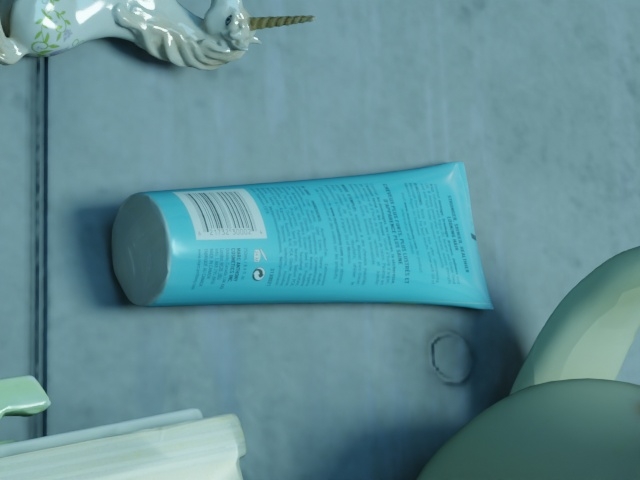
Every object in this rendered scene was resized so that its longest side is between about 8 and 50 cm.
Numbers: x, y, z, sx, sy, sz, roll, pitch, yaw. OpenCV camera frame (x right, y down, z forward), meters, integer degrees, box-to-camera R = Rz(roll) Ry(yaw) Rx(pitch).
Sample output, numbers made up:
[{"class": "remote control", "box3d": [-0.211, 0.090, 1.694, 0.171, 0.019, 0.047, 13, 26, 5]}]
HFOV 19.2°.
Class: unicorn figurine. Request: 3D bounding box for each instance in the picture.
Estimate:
[{"class": "unicorn figurine", "box3d": [-0.102, -0.123, 0.901, 0.162, 0.060, 0.111, -21, 86, -17]}]

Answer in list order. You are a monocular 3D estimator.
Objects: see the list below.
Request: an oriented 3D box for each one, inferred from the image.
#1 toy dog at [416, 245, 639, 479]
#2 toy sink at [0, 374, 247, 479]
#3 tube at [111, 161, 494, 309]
[{"class": "toy dog", "box3d": [0.203, 0.171, 0.763, 0.284, 0.408, 0.395, 29, 62, -19]}, {"class": "toy sink", "box3d": [-0.104, 0.143, 0.750, 0.131, 0.153, 0.234, -8, 77, -32]}, {"class": "tube", "box3d": [0.000, 0.000, 0.922, 0.207, 0.052, 0.080, -2, 80, -36]}]
